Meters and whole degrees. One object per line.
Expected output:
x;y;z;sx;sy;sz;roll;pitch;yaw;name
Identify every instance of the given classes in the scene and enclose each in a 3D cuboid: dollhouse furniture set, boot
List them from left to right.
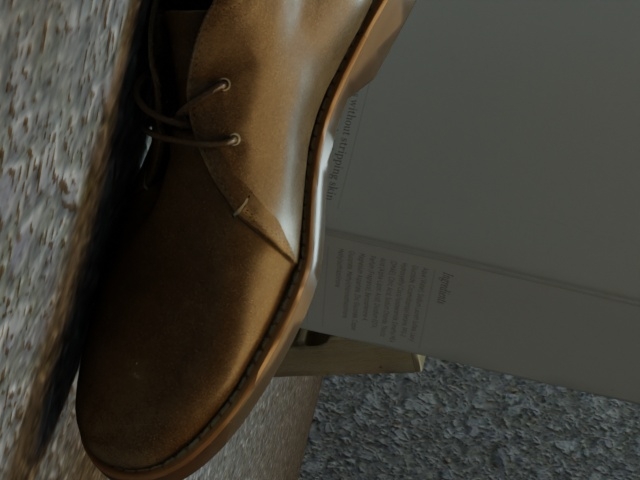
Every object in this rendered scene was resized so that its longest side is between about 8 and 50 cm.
-0.054;-0.044;0.820;0.115;0.112;0.305;36;71;-54;boot
0.000;0.000;1.684;0.212;0.161;0.242;-71;153;-52;dollhouse furniture set

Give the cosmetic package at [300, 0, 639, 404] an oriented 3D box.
0.129;-0.039;1.106;0.156;0.385;0.217;97;8;-65;cosmetic package
